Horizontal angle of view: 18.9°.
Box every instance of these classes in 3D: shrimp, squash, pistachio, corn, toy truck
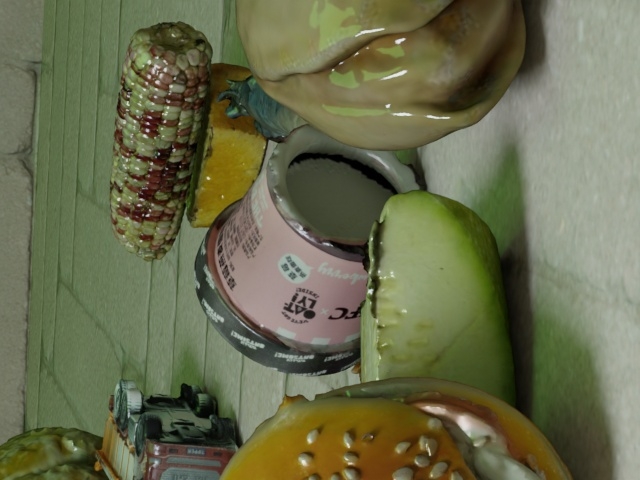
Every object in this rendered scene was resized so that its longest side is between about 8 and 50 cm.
[{"bbox_3d":[-0.019,-0.171,1.612,0.289,0.075,0.178,-171,91,-75],"label":"shrimp"},{"bbox_3d":[0.073,0.120,1.176,0.169,0.093,0.252,95,175,-60],"label":"squash"},{"bbox_3d":[0.036,-0.152,1.253,0.162,0.181,0.293,57,178,-19],"label":"pistachio"},{"bbox_3d":[-0.158,-0.090,1.836,0.086,0.086,0.253,-109,25,-51],"label":"corn"},{"bbox_3d":[-0.163,0.227,1.994,0.270,0.114,0.135,-152,68,-73],"label":"toy truck"}]

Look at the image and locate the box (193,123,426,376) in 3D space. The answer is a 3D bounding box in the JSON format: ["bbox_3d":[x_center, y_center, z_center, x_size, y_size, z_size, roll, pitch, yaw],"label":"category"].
[{"bbox_3d":[0.000,0.000,1.393,0.135,0.151,0.151,122,148,-44],"label":"box"}]

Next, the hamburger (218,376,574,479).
[{"bbox_3d":[0.039,0.185,1.093,0.147,0.236,0.237,-11,-77,-82],"label":"hamburger"}]

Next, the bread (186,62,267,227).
[{"bbox_3d":[-0.099,-0.087,1.892,0.187,0.065,0.103,109,155,-44],"label":"bread"}]

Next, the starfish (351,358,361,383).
[{"bbox_3d":[0.058,0.167,1.324,0.238,0.057,0.213,123,138,-63],"label":"starfish"}]

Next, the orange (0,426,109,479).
[{"bbox_3d":[-0.285,0.375,2.140,0.210,0.271,0.369,144,130,-58],"label":"orange"}]
